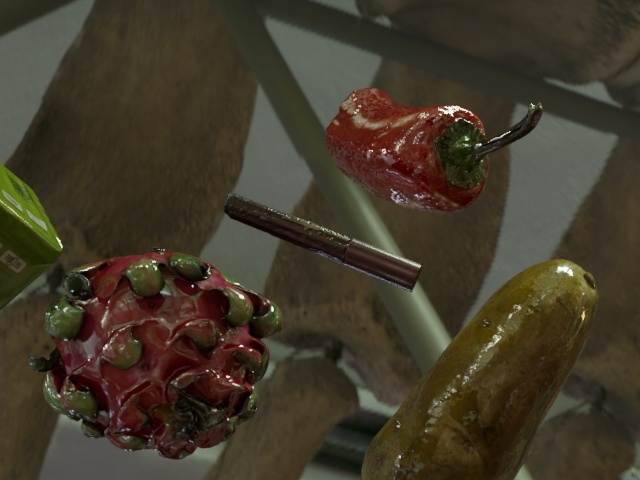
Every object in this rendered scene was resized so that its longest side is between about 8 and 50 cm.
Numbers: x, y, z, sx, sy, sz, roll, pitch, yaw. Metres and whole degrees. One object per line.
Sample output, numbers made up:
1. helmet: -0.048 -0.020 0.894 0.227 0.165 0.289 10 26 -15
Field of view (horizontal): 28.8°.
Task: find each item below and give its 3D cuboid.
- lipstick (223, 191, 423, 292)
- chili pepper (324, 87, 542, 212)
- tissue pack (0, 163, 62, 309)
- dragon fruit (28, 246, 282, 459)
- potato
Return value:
1. lipstick: 0.000 0.001 1.050 0.176 0.027 0.027 21 -69 8
2. chili pepper: 0.132 -0.095 1.467 0.131 0.338 0.134 -38 -63 -17
3. tissue pack: -0.450 -0.035 1.321 0.200 0.167 0.275 -42 -48 1
4. dragon fruit: -0.139 0.102 1.122 0.218 0.273 0.198 -32 -102 5
5. potato: 0.196 0.178 1.440 0.369 0.176 0.195 -53 -38 -1
